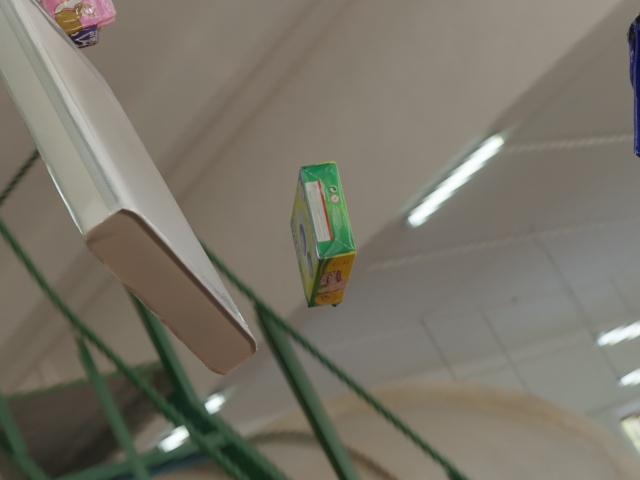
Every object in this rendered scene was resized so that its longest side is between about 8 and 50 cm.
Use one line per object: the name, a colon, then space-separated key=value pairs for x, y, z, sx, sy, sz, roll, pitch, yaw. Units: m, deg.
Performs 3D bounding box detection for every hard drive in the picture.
hard drive: x=-0.182 y=-0.073 z=1.176 sx=0.047 sy=0.353 sz=0.233 roll=-34 pitch=-38 yaw=2

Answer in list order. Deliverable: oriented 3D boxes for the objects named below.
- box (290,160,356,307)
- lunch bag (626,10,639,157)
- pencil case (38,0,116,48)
box: x=0.000 y=0.000 z=1.498 sx=0.043 sy=0.105 sz=0.179 roll=-10 pitch=-20 yaw=-7
lunch bag: x=0.433 y=-0.143 z=1.482 sx=0.138 sy=0.221 sz=0.293 roll=-57 pitch=11 yaw=25
pencil case: x=-0.368 y=-0.380 z=1.581 sx=0.160 sy=0.386 sz=0.167 roll=-24 pitch=15 yaw=-6
